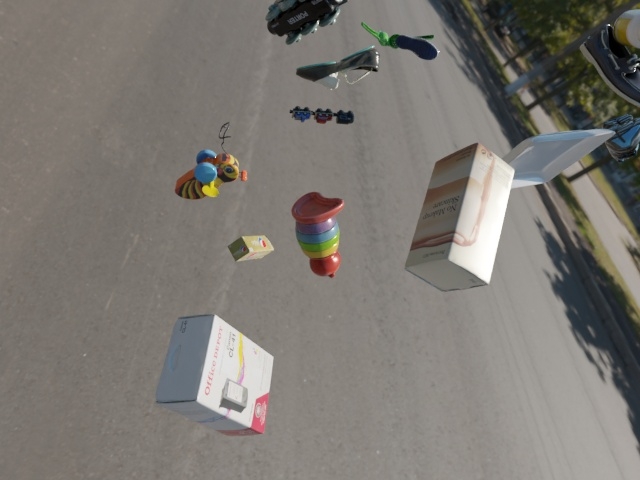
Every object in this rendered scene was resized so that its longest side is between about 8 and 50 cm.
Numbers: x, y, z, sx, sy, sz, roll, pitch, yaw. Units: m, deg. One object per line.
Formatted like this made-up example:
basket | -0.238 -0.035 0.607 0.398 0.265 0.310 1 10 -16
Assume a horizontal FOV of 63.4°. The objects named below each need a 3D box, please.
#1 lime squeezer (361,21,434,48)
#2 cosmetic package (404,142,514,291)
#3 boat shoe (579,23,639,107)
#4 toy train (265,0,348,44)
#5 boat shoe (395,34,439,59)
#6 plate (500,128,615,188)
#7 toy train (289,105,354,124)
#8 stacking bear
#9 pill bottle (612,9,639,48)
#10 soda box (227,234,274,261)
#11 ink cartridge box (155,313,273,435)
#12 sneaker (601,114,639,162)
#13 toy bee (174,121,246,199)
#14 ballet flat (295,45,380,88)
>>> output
lime squeezer | 0.269 -0.766 1.964 0.310 0.110 0.059 1 100 -24
cosmetic package | 0.313 -0.049 1.164 0.129 0.153 0.296 29 65 -22
boat shoe | 0.569 -0.329 0.975 0.075 0.065 0.206 5 50 -29
toy train | -0.035 -0.732 1.589 0.142 0.334 0.190 41 66 -31
boat shoe | 0.370 -0.721 1.917 0.183 0.066 0.066 37 41 27
plate | 0.581 -0.218 1.386 0.278 0.277 0.045 -9 71 -20
toy train | 0.004 -0.297 1.243 0.158 0.027 0.036 2 70 -11
stacking bear | 0.000 0.000 1.837 0.164 0.175 0.289 -37 130 -33
pill bottle | 0.579 -0.381 0.934 0.065 0.065 0.116 50 24 -12
soda box | -0.220 0.024 1.662 0.058 0.061 0.181 60 17 9
ink cartridge box | -0.258 0.357 1.347 0.306 0.131 0.226 52 35 -49
sneaker | 1.026 -0.332 1.735 0.341 0.125 0.140 -36 106 -56
toy bee | -0.328 -0.215 1.669 0.162 0.298 0.195 33 53 -30
ballet flat | 0.064 -0.547 1.678 0.095 0.280 0.096 -105 179 -77
